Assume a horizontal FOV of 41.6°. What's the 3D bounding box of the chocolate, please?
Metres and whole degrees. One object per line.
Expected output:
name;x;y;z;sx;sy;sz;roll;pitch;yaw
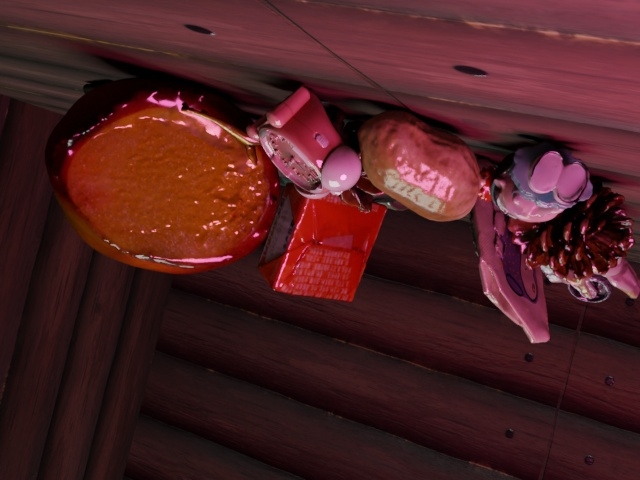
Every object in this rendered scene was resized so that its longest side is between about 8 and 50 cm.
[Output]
chocolate;0.000;0.000;1.804;0.237;0.235;0.108;11;-167;-41

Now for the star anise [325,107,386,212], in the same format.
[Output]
star anise;0.040;-0.138;1.386;0.190;0.126;0.220;-15;143;24

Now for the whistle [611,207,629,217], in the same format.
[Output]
whistle;0.589;-0.053;1.733;0.035;0.035;0.100;14;-178;-41

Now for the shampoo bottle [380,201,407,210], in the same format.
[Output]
shampoo bottle;0.152;-0.146;2.457;0.118;0.087;0.234;9;-176;-43

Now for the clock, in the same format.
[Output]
clock;-0.014;-0.137;1.233;0.162;0.092;0.166;51;162;-10

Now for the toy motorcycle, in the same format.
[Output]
toy motorcycle;0.537;0.009;1.727;0.222;0.108;0.340;-17;127;45

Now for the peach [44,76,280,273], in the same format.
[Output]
peach;-0.281;-0.116;1.500;0.405;0.335;0.310;10;-175;-19

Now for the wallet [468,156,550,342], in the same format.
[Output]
wallet;0.334;0.000;1.474;0.068;0.335;0.274;-20;147;33

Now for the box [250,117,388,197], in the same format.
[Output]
box;-0.004;-0.166;1.858;0.396;0.111;0.396;13;180;2

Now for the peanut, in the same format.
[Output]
peanut;0.147;-0.108;1.216;0.224;0.129;0.129;23;177;-29

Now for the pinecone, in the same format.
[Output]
pinecone;0.408;-0.024;1.363;0.195;0.179;0.150;29;167;31

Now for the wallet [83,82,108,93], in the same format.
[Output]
wallet;-0.442;-0.318;1.838;0.110;0.031;0.198;13;-178;-31

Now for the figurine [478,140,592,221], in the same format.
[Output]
figurine;0.305;-0.086;1.206;0.137;0.110;0.245;24;178;2
